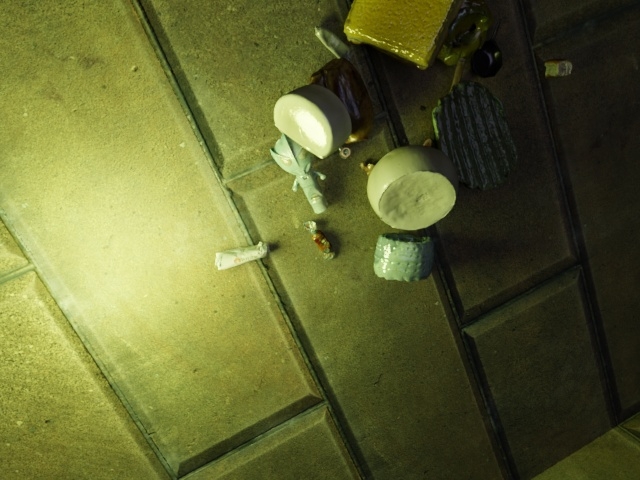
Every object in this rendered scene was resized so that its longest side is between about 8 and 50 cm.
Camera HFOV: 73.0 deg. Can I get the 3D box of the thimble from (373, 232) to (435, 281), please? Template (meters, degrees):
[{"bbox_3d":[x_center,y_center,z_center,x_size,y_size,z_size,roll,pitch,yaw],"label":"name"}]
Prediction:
[{"bbox_3d":[0.325,0.065,1.658,0.250,0.205,0.171,-2,103,-33],"label":"thimble"}]

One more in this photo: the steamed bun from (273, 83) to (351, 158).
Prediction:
[{"bbox_3d":[-0.019,-0.399,1.393,0.242,0.164,0.146,37,48,11],"label":"steamed bun"}]

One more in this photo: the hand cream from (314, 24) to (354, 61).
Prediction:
[{"bbox_3d":[0.045,-0.691,1.515,0.165,0.037,0.057,33,91,-26],"label":"hand cream"}]

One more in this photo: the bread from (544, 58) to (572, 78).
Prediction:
[{"bbox_3d":[0.956,-0.694,1.738,0.084,0.070,0.076,-8,105,-16],"label":"bread"}]

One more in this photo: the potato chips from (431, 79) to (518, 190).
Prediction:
[{"bbox_3d":[0.582,-0.387,1.638,0.359,0.070,0.428,-26,103,-18],"label":"potato chips"}]

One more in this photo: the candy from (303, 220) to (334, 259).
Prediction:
[{"bbox_3d":[0.000,0.000,1.639,0.053,0.046,0.182,-36,111,-3],"label":"candy"}]

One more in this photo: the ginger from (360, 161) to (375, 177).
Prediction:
[{"bbox_3d":[0.192,-0.268,1.643,0.048,0.030,0.097,-32,113,22],"label":"ginger"}]

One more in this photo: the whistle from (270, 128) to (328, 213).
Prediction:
[{"bbox_3d":[-0.063,-0.255,1.535,0.142,0.134,0.346,-32,118,-10],"label":"whistle"}]

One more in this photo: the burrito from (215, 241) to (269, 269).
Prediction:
[{"bbox_3d":[-0.283,0.052,1.568,0.203,0.064,0.064,-16,105,-10],"label":"burrito"}]

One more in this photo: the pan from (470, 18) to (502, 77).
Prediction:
[{"bbox_3d":[0.653,-0.722,1.660,0.128,0.048,0.201,36,92,-20],"label":"pan"}]

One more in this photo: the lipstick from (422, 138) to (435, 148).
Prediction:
[{"bbox_3d":[0.523,-0.326,1.698,0.255,0.070,0.070,15,97,-18],"label":"lipstick"}]

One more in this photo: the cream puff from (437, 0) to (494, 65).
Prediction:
[{"bbox_3d":[0.489,-0.767,1.536,0.282,0.185,0.281,-2,100,-15],"label":"cream puff"}]

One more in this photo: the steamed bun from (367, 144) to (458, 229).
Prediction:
[{"bbox_3d":[0.333,-0.201,1.575,0.325,0.206,0.324,-2,133,-2],"label":"steamed bun"}]

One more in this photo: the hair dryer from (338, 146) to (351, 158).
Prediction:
[{"bbox_3d":[0.063,-0.348,1.580,0.037,0.063,0.114,-43,94,-2],"label":"hair dryer"}]

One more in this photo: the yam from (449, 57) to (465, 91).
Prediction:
[{"bbox_3d":[0.512,-0.612,1.611,0.032,0.145,0.032,-1,61,2],"label":"yam"}]

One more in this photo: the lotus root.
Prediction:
[{"bbox_3d":[0.073,-0.467,1.492,0.193,0.193,0.290,-30,111,-7],"label":"lotus root"}]

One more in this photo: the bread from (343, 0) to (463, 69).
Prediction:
[{"bbox_3d":[0.278,-0.776,1.428,0.333,0.143,0.323,28,104,10],"label":"bread"}]
